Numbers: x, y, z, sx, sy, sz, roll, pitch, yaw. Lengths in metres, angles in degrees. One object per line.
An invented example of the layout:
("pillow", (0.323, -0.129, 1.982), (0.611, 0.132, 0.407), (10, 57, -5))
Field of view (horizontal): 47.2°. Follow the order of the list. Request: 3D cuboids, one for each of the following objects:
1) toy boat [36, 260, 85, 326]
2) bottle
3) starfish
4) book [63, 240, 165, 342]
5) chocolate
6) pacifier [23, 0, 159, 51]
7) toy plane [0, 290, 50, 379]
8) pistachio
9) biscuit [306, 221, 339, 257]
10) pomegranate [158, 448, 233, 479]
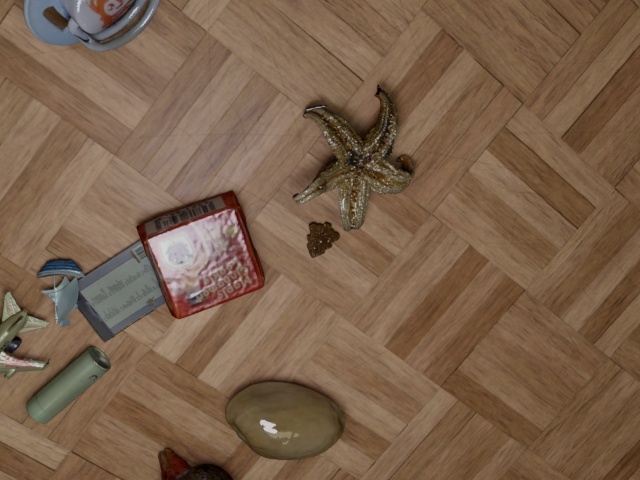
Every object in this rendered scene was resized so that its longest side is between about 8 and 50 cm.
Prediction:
("toy boat", (-0.568, 0.110, 1.629), (0.105, 0.034, 0.149), (-24, 84, 3))
("bottle", (-0.585, 0.336, 1.700), (0.201, 0.072, 0.072), (-41, 109, 4))
("starfish", (0.064, -0.176, 1.637), (0.312, 0.113, 0.303), (-38, 112, -7))
("book", (-0.447, 0.112, 1.682), (0.231, 0.026, 0.158), (-32, 107, 1))
("chocolate", (-0.258, 0.040, 1.635), (0.237, 0.108, 0.235), (-20, 108, -11))
("pacifier", (-0.461, -0.521, 1.414), (0.299, 0.244, 0.233), (-43, 78, 0))
("toy plane", (-0.737, 0.241, 1.629), (0.256, 0.104, 0.242), (-43, 111, 5))
("pistachio", (-0.087, 0.438, 1.774), (0.292, 0.162, 0.182), (9, 75, -10))
("biscuit", (0.000, 0.000, 1.725), (0.082, 0.016, 0.092), (19, 104, -20))
("pomegranate", (-0.321, 0.616, 1.789), (0.214, 0.214, 0.248), (-36, 72, 2))
